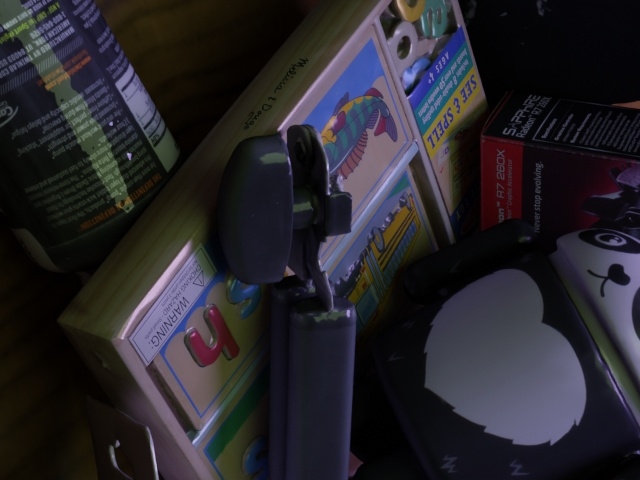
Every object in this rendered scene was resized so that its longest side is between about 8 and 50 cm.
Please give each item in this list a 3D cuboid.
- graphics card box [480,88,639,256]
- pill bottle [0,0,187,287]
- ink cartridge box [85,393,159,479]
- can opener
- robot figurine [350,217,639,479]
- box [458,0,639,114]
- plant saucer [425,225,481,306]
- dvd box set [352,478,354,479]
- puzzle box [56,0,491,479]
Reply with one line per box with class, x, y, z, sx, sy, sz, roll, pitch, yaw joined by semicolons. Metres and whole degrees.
graphics card box;0.308;0.024;1.076;0.094;0.371;0.233;-51;145;-49
pill bottle;-0.173;-0.068;0.928;0.130;0.130;0.246;-42;114;-32
ink cartridge box;-0.164;0.288;0.866;0.119;0.207;0.353;-6;92;-20
can opener;-0.021;0.055;0.911;0.093;0.074;0.280;-10;114;-16
robot figurine;0.146;0.105;0.999;0.278;0.173;0.209;-28;98;6
box;0.211;-0.371;1.030;0.297;0.472;0.480;-50;118;-27
plant saucer;0.065;0.010;1.178;0.198;0.036;0.198;2;87;-38
dvd box set;0.265;0.186;1.159;0.420;0.307;0.062;-20;107;-37
puzzle box;0.000;0.000;1.010;0.409;0.052;0.272;-54;142;-27
